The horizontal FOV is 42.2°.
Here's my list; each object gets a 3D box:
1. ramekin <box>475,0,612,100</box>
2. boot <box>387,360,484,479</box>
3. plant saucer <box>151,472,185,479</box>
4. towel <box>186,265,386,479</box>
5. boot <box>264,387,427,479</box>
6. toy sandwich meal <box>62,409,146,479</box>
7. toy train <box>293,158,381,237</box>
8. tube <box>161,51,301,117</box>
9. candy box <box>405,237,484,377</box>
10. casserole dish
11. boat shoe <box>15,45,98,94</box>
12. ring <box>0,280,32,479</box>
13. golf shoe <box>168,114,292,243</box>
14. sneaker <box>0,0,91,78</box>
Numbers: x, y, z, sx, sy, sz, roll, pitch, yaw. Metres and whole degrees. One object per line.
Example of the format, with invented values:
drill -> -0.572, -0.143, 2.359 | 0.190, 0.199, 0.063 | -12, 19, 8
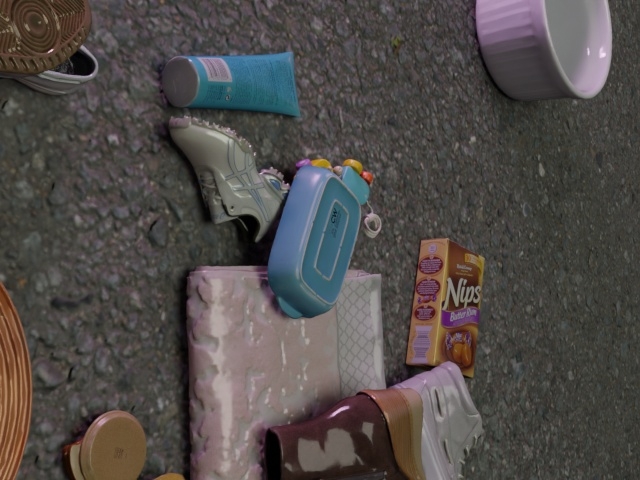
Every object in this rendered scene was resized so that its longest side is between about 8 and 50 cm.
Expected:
ramekin -> 0.381, -0.370, 1.418 | 0.277, 0.135, 0.277 | 7, 81, -49
boot -> 0.180, 0.297, 1.134 | 0.123, 0.095, 0.258 | -23, 105, -21
plant saucer -> -0.203, 0.412, 0.694 | 0.333, 0.081, 0.332 | -13, 103, -49
towel -> -0.025, 0.194, 0.964 | 0.317, 0.053, 0.331 | 1, 85, -49
boot -> 0.031, 0.296, 0.942 | 0.207, 0.090, 0.248 | -12, 103, -34
toy sandwich meal -> -0.200, 0.200, 0.778 | 0.086, 0.029, 0.085 | 13, 74, -52
toy train -> 0.003, -0.039, 1.023 | 0.166, 0.046, 0.125 | -11, 97, -46
tube -> -0.086, -0.176, 0.930 | 0.207, 0.052, 0.080 | -13, 102, -54
candy box -> 0.185, 0.100, 1.215 | 0.109, 0.053, 0.186 | 23, 68, -45
casserole dish -> 0.000, 0.000, 0.944 | 0.114, 0.037, 0.188 | 43, 53, -44
boat shoe -> -0.272, -0.171, 0.696 | 0.184, 0.063, 0.066 | 28, 66, -45
ring -> -0.365, 0.124, 0.590 | 0.337, 0.032, 0.336 | 4, 84, -50
golf shoe -> -0.102, -0.062, 0.887 | 0.176, 0.069, 0.086 | 40, 64, -39
sneaker -> -0.306, -0.132, 0.599 | 0.282, 0.153, 0.099 | -46, 119, -49
